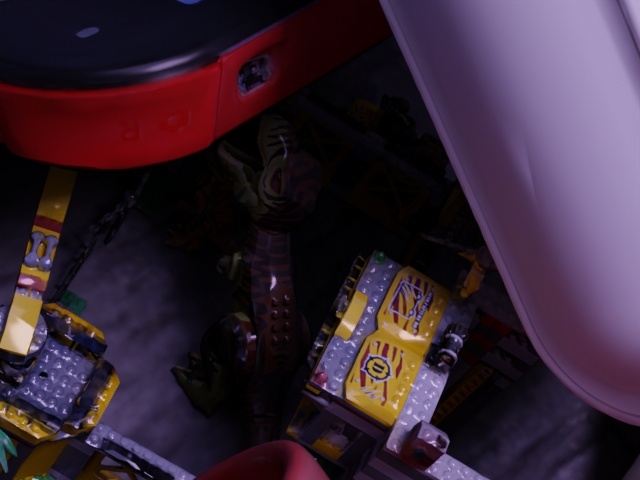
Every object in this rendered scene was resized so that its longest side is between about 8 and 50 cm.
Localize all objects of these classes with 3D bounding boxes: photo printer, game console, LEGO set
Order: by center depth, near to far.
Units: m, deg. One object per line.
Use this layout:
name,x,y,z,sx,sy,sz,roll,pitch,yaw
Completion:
photo printer,0.128,-0.096,0.625,0.256,0.107,0.308,-40,110,-52
LEGO set,0.000,0.000,0.694,0.255,0.192,0.331,38,51,0
game console,-0.082,-0.180,0.759,0.342,0.060,0.386,29,45,30

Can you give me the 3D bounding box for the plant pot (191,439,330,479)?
plant pot,-0.032,0.240,0.502,0.243,0.275,0.275,50,52,-4

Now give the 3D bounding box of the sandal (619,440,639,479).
sandal,0.183,0.068,0.826,0.060,0.090,0.219,24,57,16
